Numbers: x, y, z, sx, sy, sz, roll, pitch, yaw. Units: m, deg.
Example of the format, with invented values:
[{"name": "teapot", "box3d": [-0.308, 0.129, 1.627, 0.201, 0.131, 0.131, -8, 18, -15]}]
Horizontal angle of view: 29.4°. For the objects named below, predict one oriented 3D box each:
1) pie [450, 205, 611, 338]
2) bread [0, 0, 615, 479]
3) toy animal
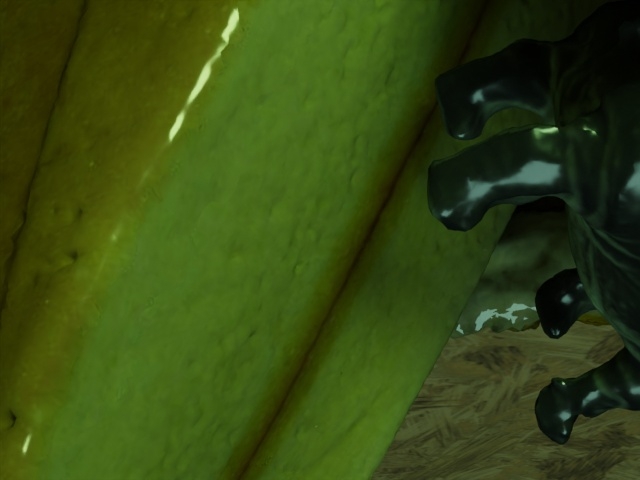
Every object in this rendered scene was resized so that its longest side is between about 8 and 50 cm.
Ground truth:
[{"name": "pie", "box3d": [0.114, 0.023, 0.740, 0.339, 0.077, 0.339, -7, 179, 0]}, {"name": "bread", "box3d": [0.000, 0.000, 0.490, 0.245, 0.361, 0.233, -15, 151, 25]}, {"name": "toy animal", "box3d": [0.178, 0.035, 0.518, 0.168, 0.106, 0.343, -26, 128, 30]}]
